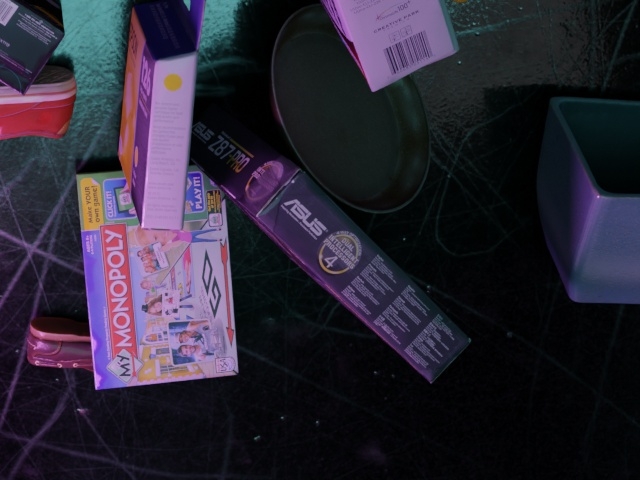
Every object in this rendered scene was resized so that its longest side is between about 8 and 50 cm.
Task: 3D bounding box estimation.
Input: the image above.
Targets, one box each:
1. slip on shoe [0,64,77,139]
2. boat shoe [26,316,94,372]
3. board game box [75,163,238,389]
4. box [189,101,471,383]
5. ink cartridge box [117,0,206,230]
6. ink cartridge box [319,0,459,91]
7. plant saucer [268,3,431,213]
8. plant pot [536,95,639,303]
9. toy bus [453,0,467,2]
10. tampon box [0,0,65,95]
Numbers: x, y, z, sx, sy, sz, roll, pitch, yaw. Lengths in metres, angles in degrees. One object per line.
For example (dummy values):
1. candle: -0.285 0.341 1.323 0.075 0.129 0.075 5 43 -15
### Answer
1. slip on shoe: -0.499 -0.173 1.876 0.331 0.123 0.101 -6 118 -15
2. boat shoe: -0.340 0.164 2.076 0.207 0.073 0.073 8 113 -7
3. board game box: -0.239 0.050 2.014 0.213 0.046 0.317 -6 97 -11
4. box: 0.000 0.000 1.909 0.097 0.318 0.395 -46 122 0
5. ink cartridge box: -0.215 -0.208 1.815 0.072 0.303 0.307 1 112 -13
6. ink cartridge box: 0.034 -0.396 1.745 0.130 0.309 0.272 -26 136 -1
7. plant saucer: 0.034 -0.179 1.923 0.050 0.310 0.310 -24 123 41
8. plant pot: 0.460 -0.041 2.073 0.247 0.248 0.252 1 130 -13
9. toy bus: 0.252 -0.492 1.902 0.130 0.108 0.332 31 104 -20
10. tampon box: -0.416 -0.285 1.817 0.120 0.161 0.101 33 102 -23
